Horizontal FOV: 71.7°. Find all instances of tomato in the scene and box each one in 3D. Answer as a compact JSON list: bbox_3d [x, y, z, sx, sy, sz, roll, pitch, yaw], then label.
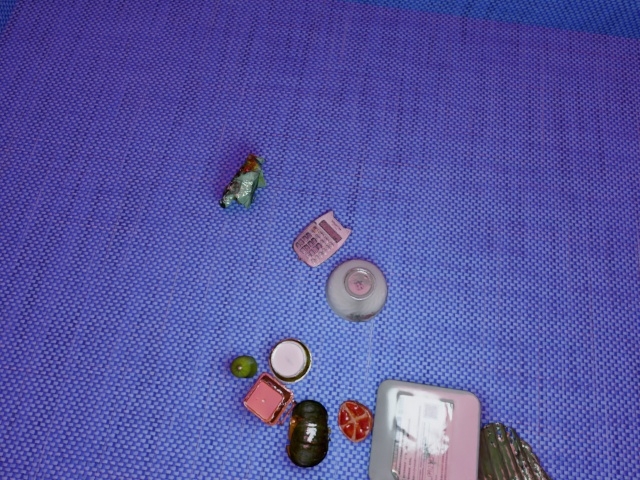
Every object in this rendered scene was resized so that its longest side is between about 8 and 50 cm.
[{"bbox_3d":[0.145,0.702,1.731,0.155,0.069,0.156,-7,79,36],"label":"tomato"}]

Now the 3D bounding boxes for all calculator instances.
[{"bbox_3d":[0.000,0.000,1.981,0.268,0.040,0.177,-40,77,-12],"label":"calculator"}]

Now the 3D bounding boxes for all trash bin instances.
[{"bbox_3d":[-0.192,0.610,1.675,0.184,0.239,0.161,35,75,7],"label":"trash bin"}]

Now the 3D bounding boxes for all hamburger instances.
[{"bbox_3d":[-0.333,-0.237,1.978,0.150,0.261,0.276,36,108,-14],"label":"hamburger"}]

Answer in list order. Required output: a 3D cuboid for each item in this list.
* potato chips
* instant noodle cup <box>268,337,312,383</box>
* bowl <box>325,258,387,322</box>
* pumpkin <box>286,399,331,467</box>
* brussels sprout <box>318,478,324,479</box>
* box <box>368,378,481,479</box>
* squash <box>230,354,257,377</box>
[{"bbox_3d":[0.681,0.914,1.664,0.373,0.097,0.389,-37,71,-10],"label":"potato chips"},{"bbox_3d":[-0.123,0.475,1.769,0.182,0.144,0.182,0,72,0],"label":"instant noodle cup"},{"bbox_3d":[0.158,0.198,1.869,0.276,0.145,0.277,0,70,-1],"label":"bowl"},{"bbox_3d":[-0.040,0.718,1.651,0.159,0.238,0.238,11,72,-3],"label":"pumpkin"},{"bbox_3d":[0.008,0.980,1.638,0.181,0.100,0.139,-44,97,-24],"label":"brussels sprout"},{"bbox_3d":[0.391,0.748,1.679,0.396,0.111,0.396,5,71,15],"label":"box"},{"bbox_3d":[-0.307,0.493,1.739,0.095,0.188,0.095,0,72,2],"label":"squash"}]
